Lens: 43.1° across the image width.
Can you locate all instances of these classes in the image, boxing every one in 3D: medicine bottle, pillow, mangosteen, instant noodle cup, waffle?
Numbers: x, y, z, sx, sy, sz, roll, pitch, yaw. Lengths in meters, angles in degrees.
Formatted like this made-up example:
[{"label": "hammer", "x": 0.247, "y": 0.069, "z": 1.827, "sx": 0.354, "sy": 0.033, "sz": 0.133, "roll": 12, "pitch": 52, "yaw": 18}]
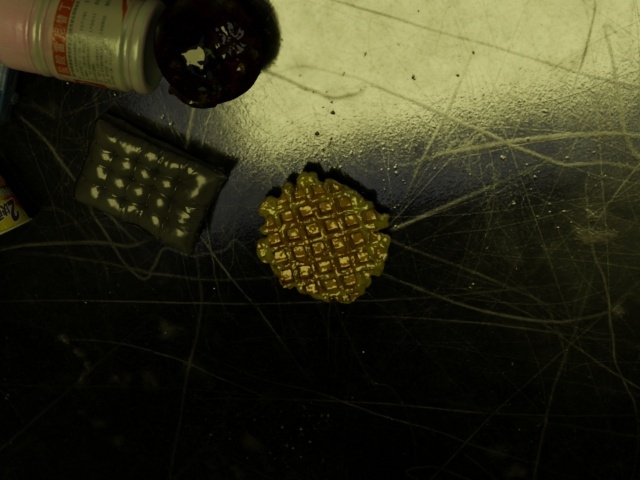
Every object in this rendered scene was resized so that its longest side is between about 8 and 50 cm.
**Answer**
[{"label": "medicine bottle", "x": -0.494, "y": -0.430, "z": 1.697, "sx": 0.315, "sy": 0.202, "sz": 0.202, "roll": 10, "pitch": 115, "yaw": 4}, {"label": "pillow", "x": -0.399, "y": -0.126, "z": 1.876, "sx": 0.326, "sy": 0.101, "sz": 0.228, "roll": 24, "pitch": 112, "yaw": -4}, {"label": "mangosteen", "x": -0.253, "y": -0.385, "z": 1.689, "sx": 0.289, "sy": 0.231, "sz": 0.231, "roll": -18, "pitch": 113, "yaw": 50}, {"label": "instant noodle cup", "x": -0.816, "y": -0.081, "z": 1.914, "sx": 0.213, "sy": 0.213, "sz": 0.174, "roll": -21, "pitch": 100, "yaw": 17}, {"label": "waffle", "x": 0.000, "y": 0.000, "z": 1.882, "sx": 0.325, "sy": 0.068, "sz": 0.302, "roll": 28, "pitch": 115, "yaw": -2}]

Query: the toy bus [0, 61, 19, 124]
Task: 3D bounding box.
[{"label": "toy bus", "x": -0.723, "y": -0.375, "z": 1.817, "sx": 0.079, "sy": 0.094, "sz": 0.236, "roll": 22, "pitch": 115, "yaw": -1}]
